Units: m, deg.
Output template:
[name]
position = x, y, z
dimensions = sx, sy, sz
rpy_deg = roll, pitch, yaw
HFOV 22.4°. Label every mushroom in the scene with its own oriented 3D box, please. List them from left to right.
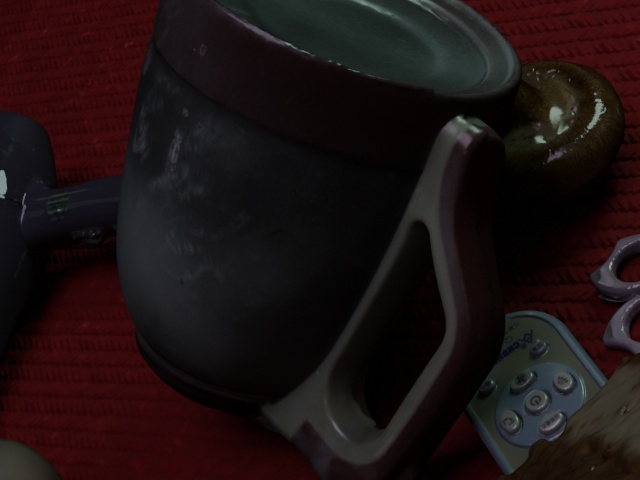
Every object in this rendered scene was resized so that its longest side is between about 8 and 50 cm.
[mushroom]
position = 0.154, -0.076, 1.130
dimensions = 0.109, 0.085, 0.126
rpy_deg = 3, 45, -3

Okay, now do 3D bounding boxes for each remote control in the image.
[remote control]
position = 0.156, 0.132, 0.973
dimensions = 0.087, 0.047, 0.244
rpy_deg = -35, 40, 3

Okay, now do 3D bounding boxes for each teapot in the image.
[teapot]
position = 0.000, 0.000, 1.065
dimensions = 0.315, 0.233, 0.312
rpy_deg = 42, 125, 36

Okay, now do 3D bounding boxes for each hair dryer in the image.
[hair dryer]
position = -0.186, 0.018, 1.312
dimensions = 0.361, 0.121, 0.301
rpy_deg = -8, 59, 26

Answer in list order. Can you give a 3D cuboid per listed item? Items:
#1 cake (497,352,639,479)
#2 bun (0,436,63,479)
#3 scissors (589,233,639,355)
[cake]
position = 0.202, 0.184, 0.674
dimensions = 0.290, 0.282, 0.256
rpy_deg = -48, 0, -5
[bun]
position = -0.238, 0.230, 1.137
dimensions = 0.173, 0.120, 0.173
rpy_deg = -51, 7, 9
[scissors]
position = 0.262, 0.015, 1.019
dimensions = 0.189, 0.015, 0.100
rpy_deg = -20, 46, 20
